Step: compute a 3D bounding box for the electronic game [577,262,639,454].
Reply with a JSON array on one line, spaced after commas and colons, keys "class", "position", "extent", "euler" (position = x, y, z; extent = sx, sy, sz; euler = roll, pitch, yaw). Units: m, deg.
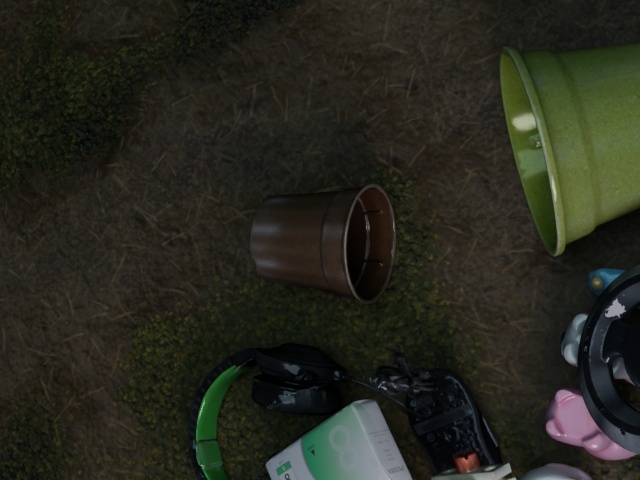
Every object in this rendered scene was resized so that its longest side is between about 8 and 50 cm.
[{"class": "electronic game", "position": [0.386, 0.130, 1.180], "extent": [0.229, 0.048, 0.229], "euler": [-24, 59, 47]}]

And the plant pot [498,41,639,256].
[{"class": "plant pot", "position": [0.384, -0.142, 1.325], "extent": [0.253, 0.276, 0.276], "euler": [-14, 75, 4]}]

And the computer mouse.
[{"class": "computer mouse", "position": [0.166, 0.315, 1.405], "extent": [0.184, 0.060, 0.262], "euler": [-32, 74, 18]}]

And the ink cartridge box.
[{"class": "ink cartridge box", "position": [0.041, 0.329, 1.254], "extent": [0.181, 0.056, 0.225], "euler": [-41, 63, 36]}]

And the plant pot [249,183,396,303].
[{"class": "plant pot", "position": [0.000, 0.000, 1.471], "extent": [0.165, 0.167, 0.167], "euler": [4, 81, 28]}]

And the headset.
[{"class": "headset", "position": [-0.028, 0.245, 1.411], "extent": [0.394, 0.185, 0.243], "euler": [-22, 73, 26]}]

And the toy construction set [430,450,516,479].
[{"class": "toy construction set", "position": [0.160, 0.424, 1.266], "extent": [0.151, 0.215, 0.328], "euler": [0, 81, -24]}]

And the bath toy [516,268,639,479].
[{"class": "bath toy", "position": [0.353, 0.214, 1.318], "extent": [0.151, 0.129, 0.348], "euler": [20, 85, 19]}]
